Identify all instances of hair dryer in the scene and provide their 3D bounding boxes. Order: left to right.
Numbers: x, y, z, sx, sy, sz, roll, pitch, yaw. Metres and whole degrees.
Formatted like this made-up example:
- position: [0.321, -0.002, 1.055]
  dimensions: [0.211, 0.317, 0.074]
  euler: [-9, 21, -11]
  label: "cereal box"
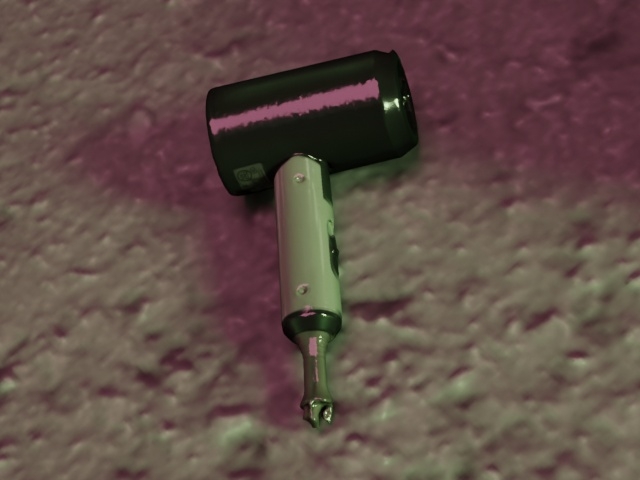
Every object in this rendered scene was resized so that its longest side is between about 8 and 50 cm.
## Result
- position: [0.000, 0.000, 0.853]
  dimensions: [0.100, 0.057, 0.197]
  euler: [-11, 59, 14]
  label: "hair dryer"
